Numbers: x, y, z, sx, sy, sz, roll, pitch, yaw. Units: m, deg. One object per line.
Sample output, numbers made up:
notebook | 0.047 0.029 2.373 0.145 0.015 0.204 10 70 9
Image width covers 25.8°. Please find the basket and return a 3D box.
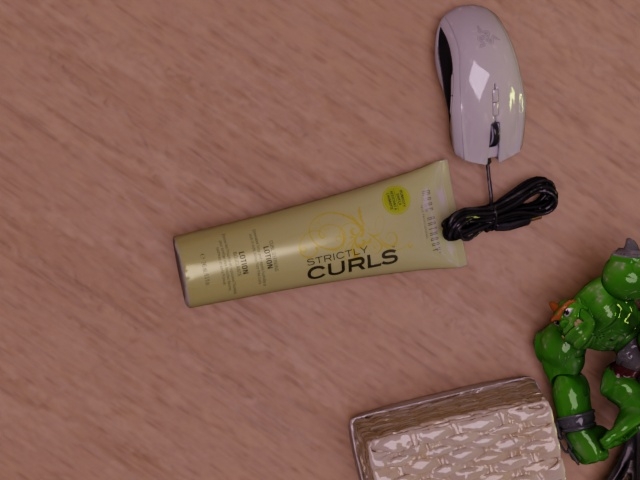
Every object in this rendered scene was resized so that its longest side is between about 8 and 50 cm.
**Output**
basket | 0.116 0.187 1.150 0.167 0.103 0.113 -13 94 -1

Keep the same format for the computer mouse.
computer mouse | 0.137 -0.100 1.154 0.106 0.042 0.193 -11 94 -15

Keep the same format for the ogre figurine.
ogre figurine | 0.243 0.087 1.135 0.097 0.197 0.118 -22 63 -28

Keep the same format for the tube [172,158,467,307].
tube | 0.000 0.000 1.156 0.240 0.062 0.070 -12 138 -9

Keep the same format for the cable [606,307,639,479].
cable | 0.279 0.187 1.198 0.139 0.072 0.287 -5 82 14
